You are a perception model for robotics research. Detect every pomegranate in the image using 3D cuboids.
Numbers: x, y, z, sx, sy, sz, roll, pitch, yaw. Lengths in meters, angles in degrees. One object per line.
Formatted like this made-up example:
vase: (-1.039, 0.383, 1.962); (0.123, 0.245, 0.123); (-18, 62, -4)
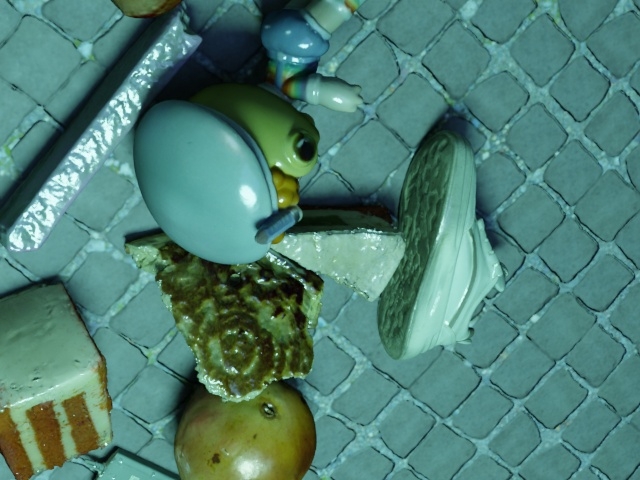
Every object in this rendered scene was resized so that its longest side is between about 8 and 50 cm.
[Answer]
pomegranate: (-0.100, 0.257, 2.027); (0.191, 0.191, 0.191); (-8, 116, -17)

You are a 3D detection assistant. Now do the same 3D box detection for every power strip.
power strip: (-0.212, 0.337, 2.109); (0.253, 0.027, 0.060); (31, 101, -30)

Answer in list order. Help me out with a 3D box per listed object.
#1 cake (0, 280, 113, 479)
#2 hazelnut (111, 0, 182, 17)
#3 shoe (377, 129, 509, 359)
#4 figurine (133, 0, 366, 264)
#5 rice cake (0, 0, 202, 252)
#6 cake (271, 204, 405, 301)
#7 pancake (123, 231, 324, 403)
cake: (-0.326, 0.206, 1.929); (0.158, 0.159, 0.262); (-24, 121, -13)
hazelnut: (-0.195, -0.326, 1.755); (0.143, 0.143, 0.154); (-27, 128, -7)
shoe: (0.182, 0.014, 2.061); (0.159, 0.124, 0.316); (5, 116, -24)
figurine: (-0.081, -0.166, 1.854); (0.205, 0.225, 0.381); (34, 71, -33)
rice cake: (-0.257, -0.131, 1.852); (0.056, 0.072, 0.365); (37, 95, -28)
cake: (0.013, -0.015, 1.996); (0.220, 0.086, 0.116); (32, 100, -30)
pancake: (-0.099, 0.071, 1.984); (0.212, 0.056, 0.257); (-30, 94, -28)
